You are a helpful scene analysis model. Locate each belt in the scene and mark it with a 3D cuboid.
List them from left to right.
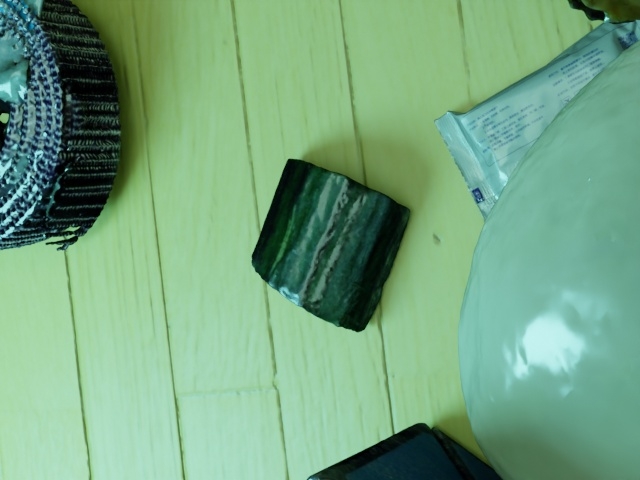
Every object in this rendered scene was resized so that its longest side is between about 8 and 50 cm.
[{"bbox_3d":[-0.332,-0.119,1.074,0.325,0.122,0.260,12,102,25],"label":"belt"}]

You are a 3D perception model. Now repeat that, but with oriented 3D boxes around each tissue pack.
[{"bbox_3d":[0.193,-0.085,0.896,0.193,0.026,0.122,-29,80,21],"label":"tissue pack"}]

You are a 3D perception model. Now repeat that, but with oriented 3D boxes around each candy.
[{"bbox_3d":[0.286,0.047,0.771,0.427,0.186,0.386,-34,85,23],"label":"candy"}]

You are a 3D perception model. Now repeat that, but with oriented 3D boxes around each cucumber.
[{"bbox_3d":[0.000,0.000,0.962,0.116,0.062,0.115,24,96,20],"label":"cucumber"}]

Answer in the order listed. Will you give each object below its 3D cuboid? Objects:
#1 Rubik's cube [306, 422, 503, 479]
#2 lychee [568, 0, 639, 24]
[{"bbox_3d":[0.067,0.310,0.829,0.259,0.260,0.254,35,103,22],"label":"Rubik's cube"},{"bbox_3d":[0.153,-0.326,0.792,0.270,0.270,0.320,5,60,23],"label":"lychee"}]
